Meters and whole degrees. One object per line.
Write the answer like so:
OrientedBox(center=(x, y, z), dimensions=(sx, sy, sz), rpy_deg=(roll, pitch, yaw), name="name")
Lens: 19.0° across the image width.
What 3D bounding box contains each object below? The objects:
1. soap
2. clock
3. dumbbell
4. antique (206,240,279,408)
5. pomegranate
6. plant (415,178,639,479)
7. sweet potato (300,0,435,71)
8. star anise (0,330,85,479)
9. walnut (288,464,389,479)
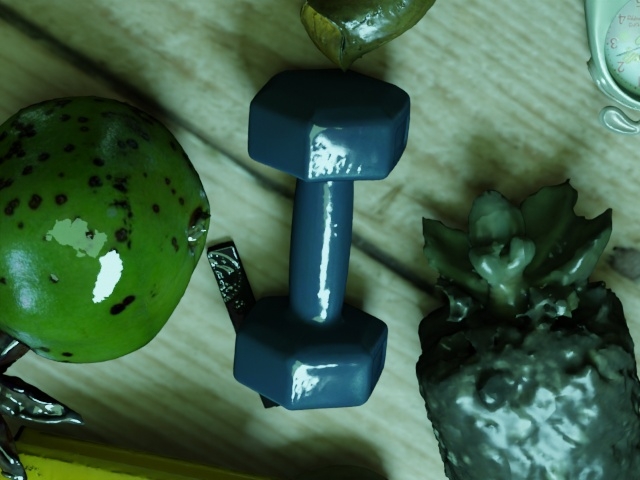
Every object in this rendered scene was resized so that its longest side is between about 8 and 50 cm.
OrientedBox(center=(-0.190, 0.315, 1.929), dimensions=(0.325, 0.096, 0.204), rpy_deg=(10, 100, 17), name="soap")
OrientedBox(center=(0.323, -0.193, 1.808), dimensions=(0.152, 0.062, 0.191), rpy_deg=(-4, 115, -1), name="clock")
OrientedBox(center=(0.000, 0.000, 1.834), dimensions=(0.144, 0.160, 0.324), rpy_deg=(-17, 122, -42), name="dumbbell")
OrientedBox(center=(-0.072, 0.089, 1.948), dimensions=(0.031, 0.015, 0.192), rpy_deg=(-17, 113, 6), name="antique")
OrientedBox(center=(-0.237, -0.008, 1.786), dimensions=(0.271, 0.254, 0.254), rpy_deg=(-7, 114, 7), name="pomegranate")
OrientedBox(center=(0.199, 0.104, 1.856), dimensions=(0.215, 0.213, 0.312), rpy_deg=(-8, 116, 4), name="plant")
OrientedBox(center=(0.077, -0.283, 1.747), dimensions=(0.112, 0.085, 0.285), rpy_deg=(23, 111, -7), name="sweet potato")
OrientedBox(center=(-0.366, 0.140, 1.879), dimensions=(0.272, 0.102, 0.271), rpy_deg=(0, 90, 17), name="star anise")
OrientedBox(center=(0.012, 0.302, 1.984), dimensions=(0.162, 0.140, 0.140), rpy_deg=(-23, 114, -8), name="walnut")
